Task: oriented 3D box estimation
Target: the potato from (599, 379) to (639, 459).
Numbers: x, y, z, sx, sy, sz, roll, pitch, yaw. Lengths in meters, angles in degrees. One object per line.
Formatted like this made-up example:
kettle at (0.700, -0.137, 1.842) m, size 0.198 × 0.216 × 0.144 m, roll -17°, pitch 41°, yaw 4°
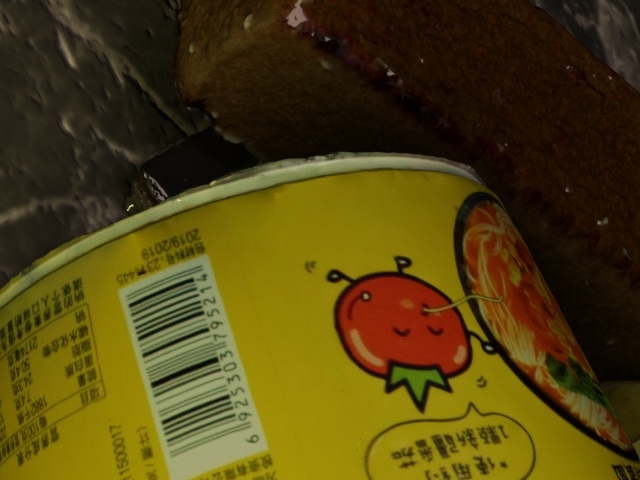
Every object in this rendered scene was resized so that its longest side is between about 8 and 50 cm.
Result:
potato at (0.196, 0.149, 1.074) m, size 0.271 × 0.160 × 0.111 m, roll 16°, pitch 17°, yaw -45°

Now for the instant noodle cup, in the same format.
instant noodle cup at (-0.001, 0.132, 0.740) m, size 0.325 × 0.325 × 0.254 m, roll 3°, pitch 59°, yaw -47°

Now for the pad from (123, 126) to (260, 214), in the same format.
pad at (0.001, 0.000, 1.009) m, size 0.233 × 0.022 × 0.174 m, roll -34°, pitch 97°, yaw -51°

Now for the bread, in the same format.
bread at (0.094, -0.058, 1.042) m, size 0.416 × 0.113 × 0.165 m, roll 34°, pitch 49°, yaw -33°
